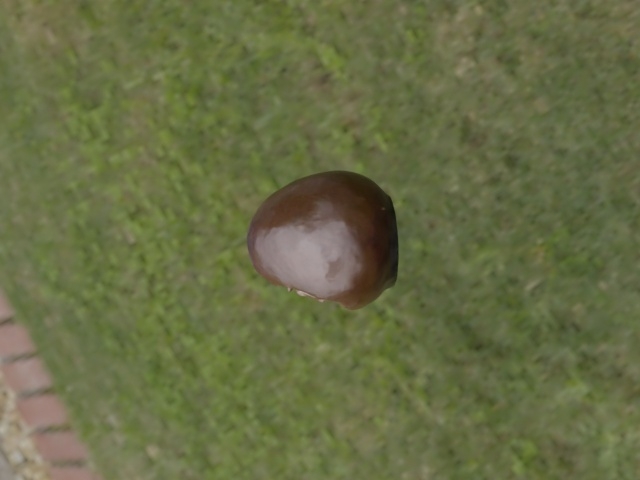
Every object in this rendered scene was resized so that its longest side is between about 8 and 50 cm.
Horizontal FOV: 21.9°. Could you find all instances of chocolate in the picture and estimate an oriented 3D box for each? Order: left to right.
[{"bbox_3d":[0.000,0.000,1.516,0.124,0.133,0.127,-121,25,-66],"label":"chocolate"}]
